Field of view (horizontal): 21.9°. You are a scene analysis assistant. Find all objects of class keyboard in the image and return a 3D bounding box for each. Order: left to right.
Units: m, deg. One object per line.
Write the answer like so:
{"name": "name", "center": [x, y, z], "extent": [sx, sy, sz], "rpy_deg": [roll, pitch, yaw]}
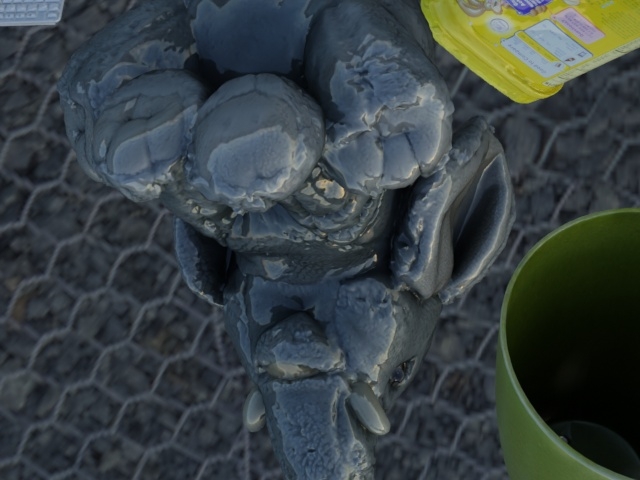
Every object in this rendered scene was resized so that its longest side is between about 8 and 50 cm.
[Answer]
{"name": "keyboard", "center": [-0.376, -0.244, 1.646], "extent": [0.256, 0.014, 0.072], "rpy_deg": [0, 67, 10]}

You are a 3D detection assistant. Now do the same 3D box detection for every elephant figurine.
{"name": "elephant figurine", "center": [0.000, 0.000, 0.696], "extent": [0.186, 0.169, 0.239], "rpy_deg": [-36, 133, -11]}

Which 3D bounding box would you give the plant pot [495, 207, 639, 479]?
{"name": "plant pot", "center": [0.273, 0.165, 1.505], "extent": [0.275, 0.274, 0.293], "rpy_deg": [16, 147, 4]}

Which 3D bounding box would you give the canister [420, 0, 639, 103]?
{"name": "canister", "center": [0.172, -0.171, 1.140], "extent": [0.126, 0.073, 0.170], "rpy_deg": [34, 147, -25]}
